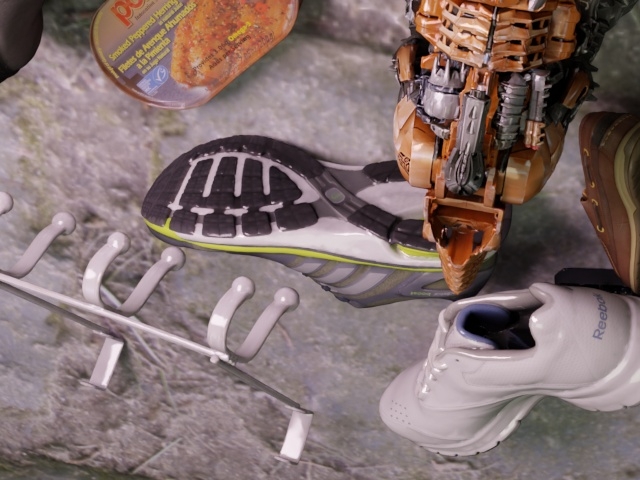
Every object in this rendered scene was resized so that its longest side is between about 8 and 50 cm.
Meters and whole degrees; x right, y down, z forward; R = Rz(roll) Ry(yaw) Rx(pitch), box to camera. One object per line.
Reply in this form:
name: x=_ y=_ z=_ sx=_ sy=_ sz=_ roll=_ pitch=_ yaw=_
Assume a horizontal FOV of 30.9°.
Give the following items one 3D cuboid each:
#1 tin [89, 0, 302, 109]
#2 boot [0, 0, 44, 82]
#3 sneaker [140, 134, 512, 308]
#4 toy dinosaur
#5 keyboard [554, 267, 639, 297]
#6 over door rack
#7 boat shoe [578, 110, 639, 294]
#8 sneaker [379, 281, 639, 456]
tin: x=-0.090 y=-0.165 z=0.831 sx=0.106 sy=0.040 sz=0.190 roll=37 pitch=135 yaw=-24
boot: x=-0.146 y=-0.207 z=0.724 sx=0.223 sy=0.338 sz=0.118 roll=-28 pitch=94 yaw=-7
sneaker: x=0.000 y=0.000 z=0.922 sx=0.300 sy=0.111 sz=0.121 roll=9 pitch=142 yaw=15
toy dinosaur: x=0.092 y=-0.091 z=0.705 sx=0.164 sy=0.218 sz=0.322 roll=25 pitch=138 yaw=-7
keyboard: x=0.287 y=0.069 z=0.937 sx=0.192 sy=0.038 sz=0.100 roll=2 pitch=136 yaw=20
over door rack: x=-0.137 y=0.072 z=1.015 sx=0.240 sy=0.108 sz=0.324 roll=18 pitch=158 yaw=17
boat shoe: x=0.225 y=-0.029 z=0.848 sx=0.060 sy=0.064 sz=0.178 roll=33 pitch=159 yaw=37
sneaker: x=0.134 y=0.092 z=0.937 sx=0.129 sy=0.111 sz=0.297 roll=24 pitch=146 yaw=-25
